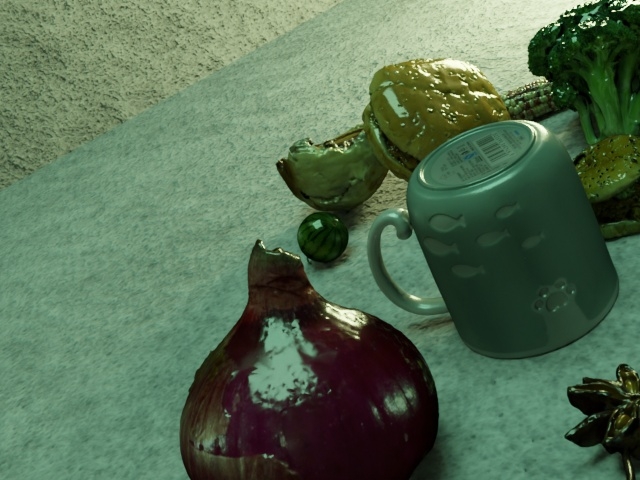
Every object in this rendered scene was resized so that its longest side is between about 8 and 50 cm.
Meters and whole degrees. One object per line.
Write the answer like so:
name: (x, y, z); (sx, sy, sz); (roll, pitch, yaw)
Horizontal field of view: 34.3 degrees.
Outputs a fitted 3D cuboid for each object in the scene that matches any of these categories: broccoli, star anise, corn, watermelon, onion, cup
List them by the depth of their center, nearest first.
star anise: (0.355, 0.218, 1.223); (0.234, 0.073, 0.177); (-24, 28, -35)
onion: (-0.024, 0.175, 1.333); (0.347, 0.385, 0.348); (-10, 18, 3)
cup: (0.230, -0.005, 1.543); (0.356, 0.275, 0.259); (-13, 28, 26)
broccoli: (0.527, -0.306, 1.891); (0.307, 0.275, 0.308); (0, -10, 0)
watermelon: (0.002, -0.006, 1.973); (0.109, 0.109, 0.109); (-22, 26, 11)
corn: (0.461, -0.293, 2.101); (0.237, 0.080, 0.079); (-18, 27, 13)

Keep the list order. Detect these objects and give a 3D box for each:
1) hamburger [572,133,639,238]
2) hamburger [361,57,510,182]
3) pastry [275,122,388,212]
hamburger: (0.461, -0.086, 1.662); (0.185, 0.113, 0.177); (-34, 27, -15)
hamburger: (0.226, -0.232, 1.975); (0.283, 0.145, 0.260); (-12, 57, -35)
pastry: (0.047, -0.143, 2.110); (0.236, 0.170, 0.256); (-21, 4, -12)
